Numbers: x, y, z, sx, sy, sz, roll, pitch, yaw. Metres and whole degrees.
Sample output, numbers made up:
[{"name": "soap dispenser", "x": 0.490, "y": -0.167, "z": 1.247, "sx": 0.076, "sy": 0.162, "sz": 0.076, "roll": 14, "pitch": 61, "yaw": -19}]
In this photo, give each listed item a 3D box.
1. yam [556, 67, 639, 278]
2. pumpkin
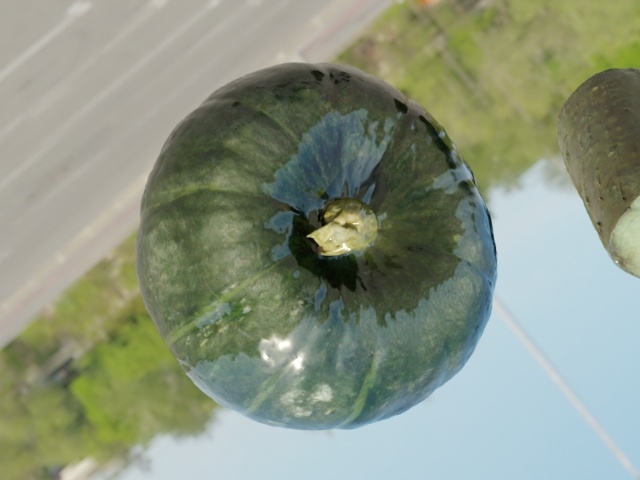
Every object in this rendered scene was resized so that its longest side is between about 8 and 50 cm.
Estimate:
[{"name": "yam", "x": 0.365, "y": -0.071, "z": 2.000, "sx": 0.161, "sy": 0.161, "sz": 0.268, "roll": -39, "pitch": -153, "yaw": 15}, {"name": "pumpkin", "x": 0.000, "y": 0.000, "z": 1.422, "sx": 0.300, "sy": 0.300, "sz": 0.207, "roll": -41, "pitch": 177, "yaw": -27}]
